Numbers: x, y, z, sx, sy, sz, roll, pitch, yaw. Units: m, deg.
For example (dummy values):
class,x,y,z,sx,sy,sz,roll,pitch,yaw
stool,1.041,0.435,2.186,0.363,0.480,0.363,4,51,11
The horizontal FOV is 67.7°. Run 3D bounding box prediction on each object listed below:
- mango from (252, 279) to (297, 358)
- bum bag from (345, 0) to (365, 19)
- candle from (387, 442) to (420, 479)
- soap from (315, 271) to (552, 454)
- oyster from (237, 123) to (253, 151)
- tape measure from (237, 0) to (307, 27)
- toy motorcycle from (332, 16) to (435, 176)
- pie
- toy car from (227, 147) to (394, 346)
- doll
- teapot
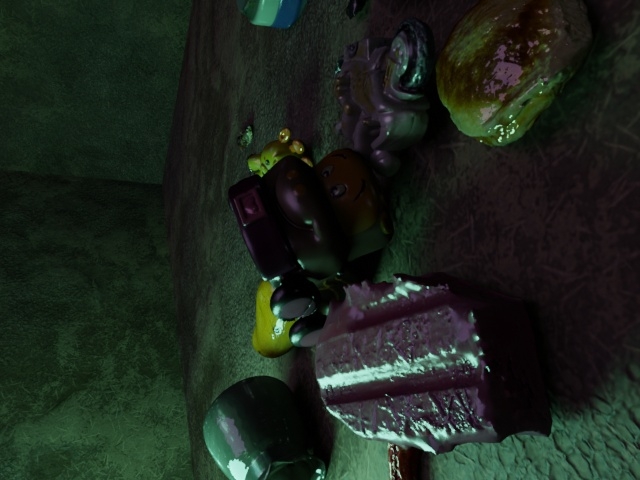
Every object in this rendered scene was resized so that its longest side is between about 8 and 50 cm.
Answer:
class,x,y,z,sx,sy,sz,roll,pitch,yaw
mango,-0.096,0.178,1.136,0.157,0.108,0.262,54,140,39
bum bag,0.081,-0.488,0.918,0.058,0.034,0.125,-104,30,-48
candle,0.128,0.363,0.726,0.051,0.048,0.330,152,118,-75
soap,0.115,0.155,0.630,0.324,0.127,0.221,-26,62,49
oyster,-0.252,-0.352,1.589,0.132,0.029,0.086,119,144,-44
tape measure,-0.124,-0.702,1.245,0.262,0.138,0.260,128,139,-50
toy motorcycle,0.092,-0.220,0.787,0.340,0.107,0.223,-145,49,-68
pie,0.216,-0.214,0.558,0.179,0.084,0.206,136,136,-56
toy car,0.000,0.000,0.821,0.341,0.240,0.271,66,179,-56
doll,-0.087,-0.192,1.157,0.220,0.135,0.143,-2,117,58
teapot,-0.119,0.495,1.034,0.285,0.223,0.306,41,122,49
